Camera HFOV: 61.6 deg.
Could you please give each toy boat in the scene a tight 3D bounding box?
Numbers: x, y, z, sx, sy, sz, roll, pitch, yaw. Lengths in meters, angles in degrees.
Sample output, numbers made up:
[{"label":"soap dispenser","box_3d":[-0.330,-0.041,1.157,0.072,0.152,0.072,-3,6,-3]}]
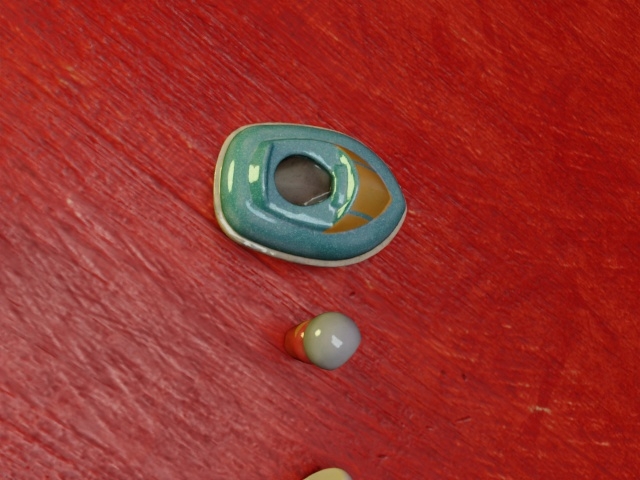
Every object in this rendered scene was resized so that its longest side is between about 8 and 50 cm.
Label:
[{"label":"toy boat","box_3d":[0.000,0.000,0.678,0.268,0.148,0.317,4,77,-21]}]

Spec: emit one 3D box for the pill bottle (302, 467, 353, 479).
[{"label":"pill bottle","box_3d":[0.036,0.390,0.630,0.118,0.118,0.208,-33,92,-24]}]
